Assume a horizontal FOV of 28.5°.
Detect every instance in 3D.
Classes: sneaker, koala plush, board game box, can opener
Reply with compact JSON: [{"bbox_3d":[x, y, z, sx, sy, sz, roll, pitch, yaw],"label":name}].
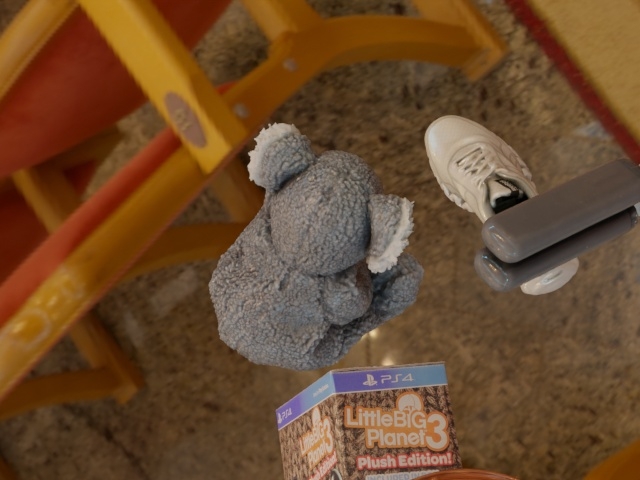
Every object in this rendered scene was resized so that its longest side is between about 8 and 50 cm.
[{"bbox_3d":[0.222,-0.068,1.601,0.110,0.118,0.292,-36,56,3],"label":"sneaker"},{"bbox_3d":[0.000,0.000,1.188,0.196,0.203,0.221,39,144,10],"label":"koala plush"},{"bbox_3d":[0.061,0.310,1.464,0.232,0.141,0.291,132,132,-64],"label":"board game box"},{"bbox_3d":[0.259,-0.026,1.073,0.093,0.280,0.074,52,150,36],"label":"can opener"}]

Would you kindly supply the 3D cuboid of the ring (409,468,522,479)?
[{"bbox_3d":[0.155,0.387,1.214,0.336,0.336,0.032,55,157,5],"label":"ring"}]
